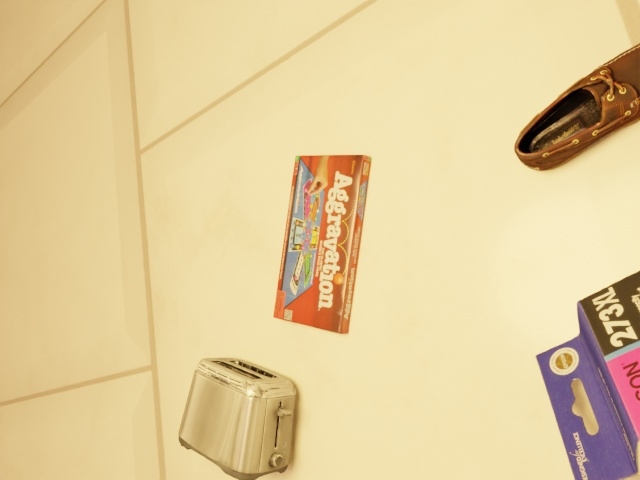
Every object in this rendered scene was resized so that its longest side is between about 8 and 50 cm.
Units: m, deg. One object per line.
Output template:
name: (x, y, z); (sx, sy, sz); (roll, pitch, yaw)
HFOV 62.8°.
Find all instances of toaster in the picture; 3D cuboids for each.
toaster: (-0.141, 0.285, 0.875); (0.226, 0.129, 0.147); (9, 85, 41)

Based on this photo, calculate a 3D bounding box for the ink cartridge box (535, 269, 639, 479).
ink cartridge box: (0.371, 0.085, 0.484); (0.371, 0.069, 0.176); (-39, 26, 30)

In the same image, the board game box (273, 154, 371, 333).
board game box: (0.000, 0.000, 0.863); (0.145, 0.027, 0.282); (6, 88, 37)

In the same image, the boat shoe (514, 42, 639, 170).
boat shoe: (0.319, -0.156, 0.603); (0.207, 0.073, 0.073); (-43, 59, 25)
